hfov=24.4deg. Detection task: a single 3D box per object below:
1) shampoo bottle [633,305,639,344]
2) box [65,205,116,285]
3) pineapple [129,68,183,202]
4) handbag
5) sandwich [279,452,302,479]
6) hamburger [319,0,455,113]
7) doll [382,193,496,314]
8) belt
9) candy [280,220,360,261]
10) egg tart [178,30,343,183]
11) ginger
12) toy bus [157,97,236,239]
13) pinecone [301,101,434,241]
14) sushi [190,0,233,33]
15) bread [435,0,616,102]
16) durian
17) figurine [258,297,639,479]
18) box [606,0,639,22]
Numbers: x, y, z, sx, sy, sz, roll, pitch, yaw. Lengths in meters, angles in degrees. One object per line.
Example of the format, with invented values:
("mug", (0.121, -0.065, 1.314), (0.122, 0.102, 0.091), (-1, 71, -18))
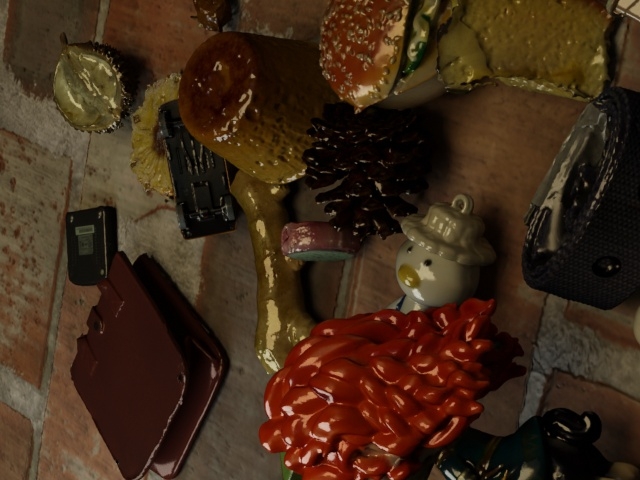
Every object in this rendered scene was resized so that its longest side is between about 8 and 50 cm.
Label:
("shampoo bottle", (0.393, 0.116, 1.447), (0.192, 0.074, 0.074), (40, 118, 43))
("box", (-0.367, 0.009, 2.358), (0.126, 0.027, 0.125), (-7, 84, 49))
("pineapple", (-0.212, -0.152, 2.169), (0.221, 0.047, 0.221), (-3, 87, 48))
("handbag", (-0.266, 0.190, 2.203), (0.275, 0.084, 0.260), (51, 128, 37))
("sandwich", (-0.040, 0.263, 1.940), (0.116, 0.074, 0.074), (38, 116, 42))
("hamburger", (0.090, -0.257, 1.730), (0.237, 0.147, 0.237), (-24, 52, 36))
("doll", (0.121, 0.080, 1.726), (0.138, 0.119, 0.293), (45, 122, 51))
("belt", (0.305, -0.039, 1.517), (0.139, 0.126, 0.230), (-106, 36, -61))
("candy", (0.000, 0.000, 1.880), (0.103, 0.103, 0.043), (-10, 75, 48))
("egg tart", (-0.083, -0.184, 1.922), (0.202, 0.147, 0.202), (-12, 71, 36))
("ginger", (-0.064, 0.036, 1.980), (0.118, 0.065, 0.299), (-24, 72, 32))
("toy bus", (-0.171, -0.104, 2.055), (0.088, 0.083, 0.194), (-111, 11, -83))
("pinecone", (0.057, -0.078, 1.783), (0.163, 0.163, 0.165), (23, 124, 47))
("sushi", (-0.156, -0.337, 2.106), (0.060, 0.061, 0.118), (78, -173, -59))
("bread", (0.211, -0.220, 1.597), (0.169, 0.160, 0.140), (19, 104, 47))
("durian", (-0.342, -0.250, 2.282), (0.188, 0.091, 0.148), (51, 125, 12))
("figurine", (0.143, 0.235, 1.580), (0.412, 0.241, 0.306), (48, 128, 2))
("box", (0.354, -0.270, 1.495), (0.062, 0.089, 0.122), (39, 118, 30))
